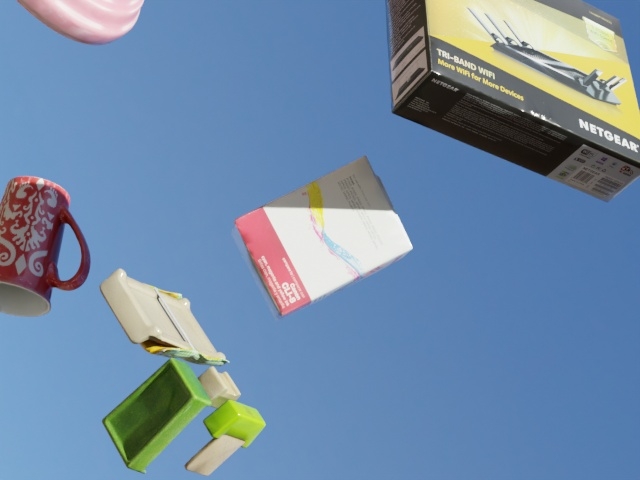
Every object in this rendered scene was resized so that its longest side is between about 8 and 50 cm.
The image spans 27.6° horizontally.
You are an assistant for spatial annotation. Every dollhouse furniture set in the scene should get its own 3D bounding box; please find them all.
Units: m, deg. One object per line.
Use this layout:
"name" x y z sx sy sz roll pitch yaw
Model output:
"dollhouse furniture set" -0.251 0.211 2.028 0.151 0.197 0.301 -45 -126 10

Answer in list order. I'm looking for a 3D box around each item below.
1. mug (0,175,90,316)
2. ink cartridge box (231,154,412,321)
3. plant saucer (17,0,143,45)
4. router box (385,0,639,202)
"mug" -0.392 0.011 1.804 0.113 0.150 0.169 125 -24 -60
"ink cartridge box" 0.000 0.000 1.550 0.127 0.176 0.128 62 -8 4
"plant saucer" -0.288 -0.375 1.414 0.084 0.332 0.332 -27 -96 21
"router box" 0.222 -0.203 1.494 0.081 0.308 0.243 -45 -144 43
